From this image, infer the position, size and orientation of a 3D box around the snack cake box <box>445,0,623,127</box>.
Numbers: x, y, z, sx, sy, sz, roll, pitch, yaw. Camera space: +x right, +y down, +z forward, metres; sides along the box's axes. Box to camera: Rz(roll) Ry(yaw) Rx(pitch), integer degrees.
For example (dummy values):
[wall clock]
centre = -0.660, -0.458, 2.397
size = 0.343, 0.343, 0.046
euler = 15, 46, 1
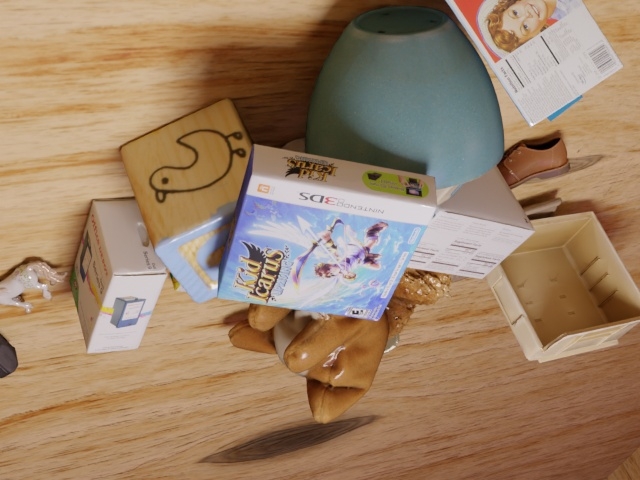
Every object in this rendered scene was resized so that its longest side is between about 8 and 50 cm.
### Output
[snack cake box]
centre = 0.280, -0.310, 1.357
size = 0.152, 0.089, 0.264
euler = -33, 104, 15

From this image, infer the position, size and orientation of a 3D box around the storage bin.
[storage bin]
centre = 0.490, 0.092, 1.997
size = 0.260, 0.262, 0.123
euler = -8, 150, -30

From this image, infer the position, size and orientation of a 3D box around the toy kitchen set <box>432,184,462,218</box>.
[toy kitchen set]
centre = 0.126, -0.135, 1.497
size = 0.122, 0.207, 0.166
euler = -35, 168, -42

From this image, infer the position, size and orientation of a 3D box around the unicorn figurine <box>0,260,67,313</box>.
[unicorn figurine]
centre = -0.499, 0.084, 1.586
size = 0.162, 0.060, 0.111
euler = -46, 145, 3

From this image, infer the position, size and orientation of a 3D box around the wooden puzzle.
[wooden puzzle]
centre = 0.381, -0.004, 2.072
size = 0.221, 0.044, 0.238
euler = -16, 152, -15

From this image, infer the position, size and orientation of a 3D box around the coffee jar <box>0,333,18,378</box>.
[coffee jar]
centre = -0.615, 0.216, 1.667
size = 0.184, 0.079, 0.096
euler = -22, 146, -2

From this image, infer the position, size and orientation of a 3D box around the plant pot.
[plant pot]
centre = 0.116, -0.219, 1.388
size = 0.290, 0.290, 0.195
euler = -14, 121, -17

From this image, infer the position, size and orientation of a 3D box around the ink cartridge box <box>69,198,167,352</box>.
[ink cartridge box]
centre = -0.326, 0.057, 1.562
size = 0.093, 0.154, 0.212
euler = -2, 142, -30

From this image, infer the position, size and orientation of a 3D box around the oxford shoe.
[oxford shoe]
centre = 0.361, -0.143, 1.842
size = 0.212, 0.076, 0.076
euler = -19, 118, -5

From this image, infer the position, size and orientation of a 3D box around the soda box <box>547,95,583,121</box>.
[soda box]
centre = 0.353, -0.277, 1.621
size = 0.071, 0.067, 0.210
euler = -38, 146, 20

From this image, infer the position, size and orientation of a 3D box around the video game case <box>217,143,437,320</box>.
[video game case]
centre = 0.000, 0.000, 1.338
size = 0.244, 0.061, 0.269
euler = 10, 139, -10

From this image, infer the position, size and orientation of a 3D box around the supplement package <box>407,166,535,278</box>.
[supplement package]
centre = 0.203, -0.066, 1.697
size = 0.262, 0.204, 0.145
euler = 10, 135, -43

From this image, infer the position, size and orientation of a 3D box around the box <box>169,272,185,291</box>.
[box]
centre = -0.175, 0.027, 1.729
size = 0.105, 0.043, 0.179
euler = 11, 136, -43

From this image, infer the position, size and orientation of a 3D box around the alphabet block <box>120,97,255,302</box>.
[alphabet block]
centre = -0.161, -0.056, 1.470
size = 0.192, 0.197, 0.193
euler = -25, 149, -2

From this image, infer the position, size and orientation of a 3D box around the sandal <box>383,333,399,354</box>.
[sandal]
centre = 0.056, 0.232, 2.182
size = 0.240, 0.088, 0.079
euler = -19, 180, 3

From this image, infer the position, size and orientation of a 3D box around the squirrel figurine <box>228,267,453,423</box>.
[squirrel figurine]
centre = 0.049, 0.076, 1.809
size = 0.397, 0.281, 0.370
euler = -25, 141, -27

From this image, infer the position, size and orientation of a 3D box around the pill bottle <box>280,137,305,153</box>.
[pill bottle]
centre = -0.005, -0.070, 1.565
size = 0.112, 0.186, 0.112
euler = -18, 148, -12
